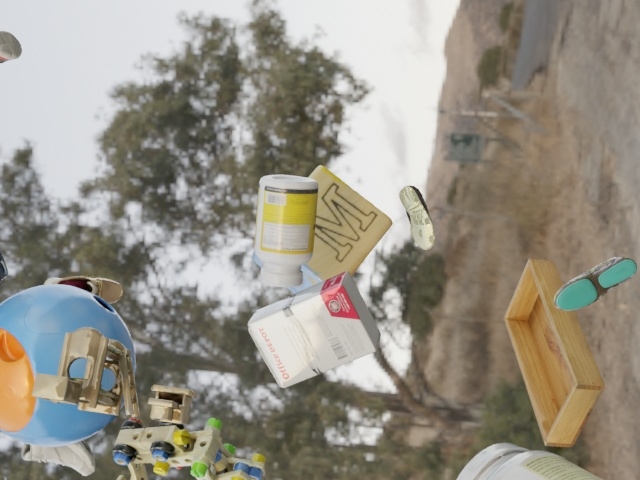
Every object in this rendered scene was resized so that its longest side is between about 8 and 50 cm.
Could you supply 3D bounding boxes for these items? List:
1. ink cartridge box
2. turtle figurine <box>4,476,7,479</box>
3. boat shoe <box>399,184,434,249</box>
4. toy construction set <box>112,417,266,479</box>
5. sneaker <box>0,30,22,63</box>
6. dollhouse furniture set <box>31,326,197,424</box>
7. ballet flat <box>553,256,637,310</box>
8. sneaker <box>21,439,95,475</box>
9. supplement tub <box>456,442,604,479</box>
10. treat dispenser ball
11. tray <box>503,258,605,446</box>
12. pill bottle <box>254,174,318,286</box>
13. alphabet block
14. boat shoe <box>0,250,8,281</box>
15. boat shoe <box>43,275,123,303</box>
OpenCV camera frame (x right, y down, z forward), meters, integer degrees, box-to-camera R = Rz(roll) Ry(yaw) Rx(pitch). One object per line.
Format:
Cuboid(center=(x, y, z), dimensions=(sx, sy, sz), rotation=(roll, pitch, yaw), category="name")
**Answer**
Cuboid(center=(-0.008, 0.124, 1.390), dimensions=(0.109, 0.150, 0.063), rotation=(63, -163, -12), category="ink cartridge box")
Cuboid(center=(-0.673, 0.543, 1.933), dimensions=(0.118, 0.175, 0.234), rotation=(-63, 25, 22), category="turtle figurine")
Cuboid(center=(0.196, -0.047, 1.982), dimensions=(0.133, 0.049, 0.042), rotation=(68, -158, -3), category="boat shoe")
Cuboid(center=(-0.293, 0.451, 2.010), dimensions=(0.215, 0.328, 0.151), rotation=(51, -153, -37), category="toy construction set")
Cuboid(center=(-0.548, -0.302, 1.571), dimensions=(0.158, 0.065, 0.061), rotation=(10, -119, -51), category="sneaker")
Cuboid(center=(-0.252, 0.169, 1.284), dimensions=(0.182, 0.161, 0.101), rotation=(72, -155, -75), category="dollhouse furniture set")
Cuboid(center=(0.344, 0.055, 1.267), dimensions=(0.041, 0.114, 0.041), rotation=(63, 180, 1), category="ballet flat")
Cuboid(center=(-0.564, 0.429, 2.102), dimensions=(0.232, 0.115, 0.090), rotation=(58, 175, -36), category="sneaker")
Cuboid(center=(0.372, 0.464, 1.529), dimensions=(0.235, 0.325, 0.235), rotation=(-12, -70, -33), category="supplement tub")
Cuboid(center=(-0.475, 0.222, 1.789), dimensions=(0.288, 0.288, 0.288), rotation=(4, -90, -80), category="treat dispenser ball")
Cuboid(center=(0.534, 0.252, 2.324), dimensions=(0.411, 0.076, 0.202), rotation=(-96, 16, -51), category="tray")
Cuboid(center=(-0.061, -0.017, 1.731), dimensions=(0.103, 0.103, 0.184), rotation=(-42, -42, -76), category="pill bottle")
Cuboid(center=(0.000, 0.000, 2.031), dimensions=(0.197, 0.193, 0.192), rotation=(-51, -1, -18), category="alphabet block")
Cuboid(center=(-0.600, -0.012, 1.731), dimensions=(0.079, 0.095, 0.254), rotation=(-50, -36, -40), category="boat shoe")
Cuboid(center=(-0.476, 0.104, 2.049), dimensions=(0.170, 0.059, 0.063), rotation=(3, -96, -36), category="boat shoe")
